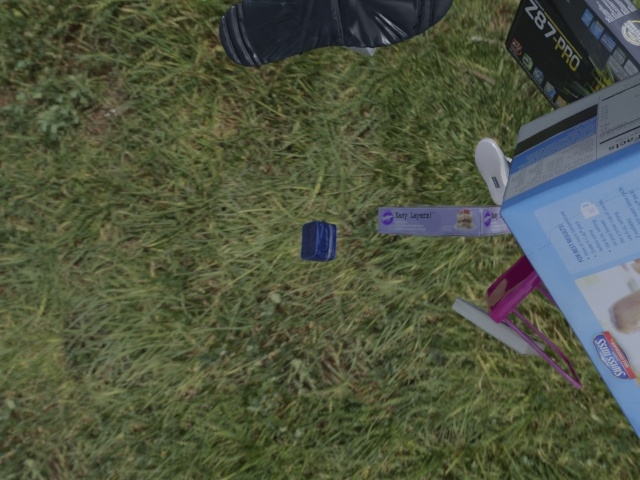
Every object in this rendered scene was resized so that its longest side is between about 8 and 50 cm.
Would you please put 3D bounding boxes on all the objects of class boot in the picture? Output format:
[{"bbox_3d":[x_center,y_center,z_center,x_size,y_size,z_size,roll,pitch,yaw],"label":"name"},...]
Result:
[{"bbox_3d":[0.428,-0.179,1.802,0.069,0.086,0.190,3,130,37],"label":"boot"},{"bbox_3d":[0.008,-0.124,0.392,0.121,0.099,0.045,-12,110,14],"label":"boot"}]

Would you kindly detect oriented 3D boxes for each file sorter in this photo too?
[{"bbox_3d":[0.419,0.053,1.135,0.182,0.202,0.291,43,102,4],"label":"file sorter"}]

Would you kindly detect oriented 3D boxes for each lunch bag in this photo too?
[{"bbox_3d":[0.000,0.000,1.704,0.067,0.065,0.098,-13,69,54],"label":"lunch bag"}]

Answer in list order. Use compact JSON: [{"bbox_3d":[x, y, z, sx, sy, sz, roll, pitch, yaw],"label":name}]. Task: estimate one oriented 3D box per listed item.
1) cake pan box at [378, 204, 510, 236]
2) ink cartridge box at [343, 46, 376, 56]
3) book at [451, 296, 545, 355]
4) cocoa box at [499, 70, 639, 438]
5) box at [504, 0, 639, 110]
[{"bbox_3d":[0.295,-0.046,1.694,0.267,0.246,0.070,2,92,39],"label":"cake pan box"},{"bbox_3d":[-0.016,-0.590,1.888,0.296,0.261,0.066,25,85,25],"label":"ink cartridge box"},{"bbox_3d":[0.302,0.147,1.274,0.144,0.096,0.035,31,95,33],"label":"book"},{"bbox_3d":[0.394,0.008,0.853,0.231,0.228,0.347,-25,109,32],"label":"cocoa box"},{"bbox_3d":[0.567,-0.386,1.584,0.097,0.318,0.395,-26,70,-13],"label":"box"}]
